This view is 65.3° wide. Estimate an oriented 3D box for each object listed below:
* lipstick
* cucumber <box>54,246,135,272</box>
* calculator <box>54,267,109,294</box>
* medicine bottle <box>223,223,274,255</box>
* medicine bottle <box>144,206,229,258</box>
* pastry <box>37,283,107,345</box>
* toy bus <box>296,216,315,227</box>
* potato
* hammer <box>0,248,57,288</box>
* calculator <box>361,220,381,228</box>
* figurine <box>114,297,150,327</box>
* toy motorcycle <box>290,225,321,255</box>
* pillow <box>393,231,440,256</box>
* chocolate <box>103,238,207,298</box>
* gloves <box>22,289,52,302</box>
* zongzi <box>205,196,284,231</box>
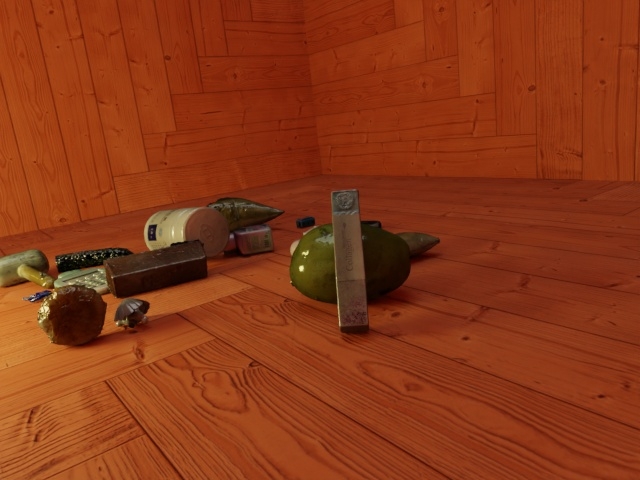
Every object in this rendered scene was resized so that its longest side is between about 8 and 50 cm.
[{"bbox_3d":[0.065,0.042,1.115,0.066,0.318,0.068,-4,-23,3],"label":"lipstick"},{"bbox_3d":[-0.884,0.070,1.961,0.299,0.072,0.072,-8,13,-13],"label":"cucumber"},{"bbox_3d":[-0.779,0.139,1.675,0.295,0.042,0.184,8,20,39],"label":"calculator"},{"bbox_3d":[-0.277,0.000,1.888,0.187,0.095,0.119,-9,14,-11],"label":"medicine bottle"},{"bbox_3d":[-0.496,-0.025,1.842,0.189,0.190,0.332,-19,12,-41],"label":"medicine bottle"},{"bbox_3d":[-0.588,0.177,1.191,0.153,0.154,0.081,-10,5,-16],"label":"pastry"},{"bbox_3d":[-0.066,-0.081,2.252,0.083,0.038,0.046,-16,19,-33],"label":"toy bus"},{"bbox_3d":[0.072,0.054,1.255,0.303,0.216,0.216,-6,13,13],"label":"potato"},{"bbox_3d":[-1.036,0.121,1.784,0.305,0.113,0.201,14,26,36],"label":"hammer"},{"bbox_3d":[0.153,-0.048,2.020,0.176,0.040,0.268,0,10,17],"label":"calculator"},{"bbox_3d":[-0.483,0.190,1.274,0.094,0.082,0.086,-32,32,-1],"label":"figurine"},{"bbox_3d":[0.000,0.000,1.727,0.254,0.113,0.112,-17,17,-42],"label":"toy motorcycle"},{"bbox_3d":[0.215,0.030,1.572,0.302,0.075,0.184,-18,15,-31],"label":"pillow"},{"bbox_3d":[-0.509,0.090,1.590,0.320,0.112,0.112,-13,30,-28],"label":"chocolate"},{"bbox_3d":[-0.901,0.179,1.592,0.086,0.026,0.064,-3,16,14],"label":"gloves"},{"bbox_3d":[-0.345,-0.138,2.358,0.359,0.160,0.323,-8,14,-2],"label":"zongzi"}]
